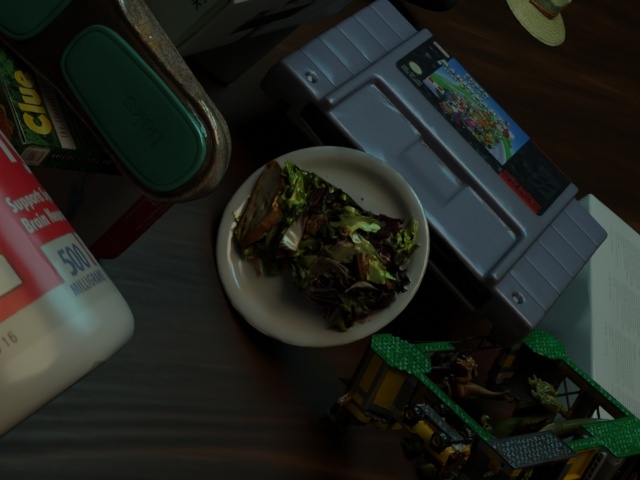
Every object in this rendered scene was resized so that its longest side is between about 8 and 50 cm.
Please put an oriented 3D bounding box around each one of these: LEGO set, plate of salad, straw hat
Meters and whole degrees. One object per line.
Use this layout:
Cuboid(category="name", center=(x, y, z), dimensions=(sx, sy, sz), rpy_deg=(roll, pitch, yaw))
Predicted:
Cuboid(category="LEGO set", center=(0.152, 0.220, 1.306), dimensions=(0.255, 0.192, 0.331), rpy_deg=(38, 25, 29))
Cuboid(category="plate of salad", center=(0.000, 0.000, 1.270), dimensions=(0.048, 0.200, 0.200), rpy_deg=(73, 0, -67))
Cuboid(category="straw hat", center=(0.323, -0.354, 1.974), dimensions=(0.144, 0.061, 0.144), rpy_deg=(28, 44, -31))

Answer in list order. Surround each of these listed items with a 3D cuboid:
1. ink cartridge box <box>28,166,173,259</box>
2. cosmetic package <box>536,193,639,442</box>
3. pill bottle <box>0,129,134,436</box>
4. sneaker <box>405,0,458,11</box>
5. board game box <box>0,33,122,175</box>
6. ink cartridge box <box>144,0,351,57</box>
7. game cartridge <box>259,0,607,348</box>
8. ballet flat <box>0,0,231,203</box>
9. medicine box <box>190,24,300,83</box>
Cuboid(category="ink cartridge box", center=(-0.222, -0.074, 1.117), dimensions=(0.176, 0.127, 0.128), rpy_deg=(6, 56, -43))
Cuboid(category="cosmetic package", center=(0.372, 0.170, 1.597), dimensions=(0.284, 0.097, 0.377), rpy_deg=(34, 42, -24))
Cuboid(category="pill bottle", center=(-0.324, -0.038, 0.897), dimensions=(0.407, 0.229, 0.229), rpy_deg=(54, 37, -2))
Cuboid(category="sneaker", center=(0.058, -0.320, 1.658), dimensions=(0.229, 0.086, 0.132), rpy_deg=(32, 46, -11))
Cuboid(category="board game box", center=(-0.215, -0.163, 1.071), dimensions=(0.136, 0.030, 0.259), rpy_deg=(7, 51, -46))
Cuboid(category="ink cartridge box", center=(-0.075, -0.285, 1.212), dimensions=(0.273, 0.114, 0.197), rpy_deg=(-27, 85, -51))
Cuboid(category="game cartridge", center=(0.126, -0.082, 1.403), dimensions=(0.355, 0.068, 0.230), rpy_deg=(47, 44, 2))
Cuboid(category="ballet flat", center=(-0.172, -0.158, 1.020), dimensions=(0.316, 0.107, 0.106), rpy_deg=(57, 15, 5))
Cuboid(category="medicine box", center=(-0.119, -0.358, 1.429), dimensions=(0.263, 0.149, 0.289), rpy_deg=(37, 40, -21))
